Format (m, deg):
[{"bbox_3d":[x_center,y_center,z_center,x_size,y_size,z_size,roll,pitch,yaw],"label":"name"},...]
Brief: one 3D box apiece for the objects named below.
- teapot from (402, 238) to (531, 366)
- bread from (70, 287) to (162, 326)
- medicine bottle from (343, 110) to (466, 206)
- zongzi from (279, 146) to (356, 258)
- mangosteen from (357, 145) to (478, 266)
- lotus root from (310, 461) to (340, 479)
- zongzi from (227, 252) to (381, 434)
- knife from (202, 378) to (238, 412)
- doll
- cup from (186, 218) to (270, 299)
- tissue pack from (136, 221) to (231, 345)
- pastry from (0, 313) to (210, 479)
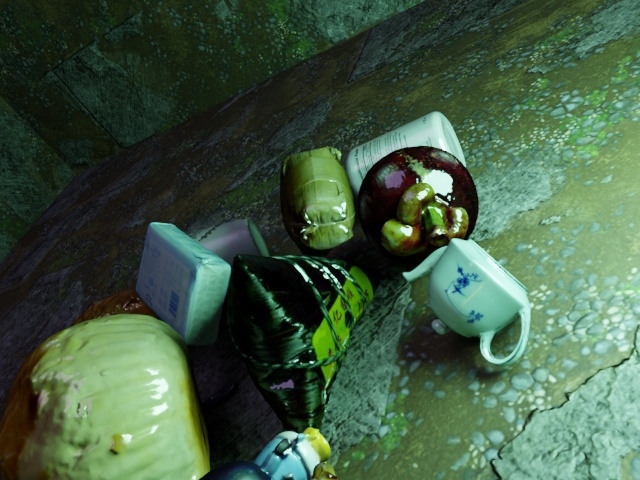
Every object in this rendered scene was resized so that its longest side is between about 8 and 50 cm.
[{"bbox_3d":[0.230,0.093,0.922,0.159,0.159,0.232,-39,52,-2],"label":"teapot"},{"bbox_3d":[-0.427,0.224,1.386,0.179,0.194,0.340,-44,32,-23],"label":"bread"},{"bbox_3d":[0.161,-0.160,1.320,0.288,0.157,0.157,-22,33,26],"label":"medicine bottle"},{"bbox_3d":[0.000,0.000,1.164,0.145,0.300,0.274,-5,31,-4],"label":"zongzi"},{"bbox_3d":[0.181,-0.053,1.069,0.228,0.228,0.265,-32,17,8],"label":"mangosteen"},{"bbox_3d":[0.025,0.409,0.689,0.169,0.152,0.343,-17,25,-3],"label":"lotus root"},{"bbox_3d":[-0.066,0.101,1.013,0.318,0.363,0.384,-9,34,10],"label":"zongzi"},{"bbox_3d":[-0.216,0.320,1.191,0.121,0.018,0.031,-35,37,6],"label":"knife"},{"bbox_3d":[-0.114,0.375,0.810,0.314,0.177,0.141,-26,44,-35],"label":"doll"},{"bbox_3d":[-0.248,0.050,1.478,0.233,0.187,0.258,-25,3,4],"label":"cup"},{"bbox_3d":[-0.288,0.083,1.229,0.263,0.089,0.177,27,107,50],"label":"tissue pack"},{"bbox_3d":[-0.353,0.311,0.981,0.312,0.389,0.388,-13,28,-11],"label":"pastry"}]
